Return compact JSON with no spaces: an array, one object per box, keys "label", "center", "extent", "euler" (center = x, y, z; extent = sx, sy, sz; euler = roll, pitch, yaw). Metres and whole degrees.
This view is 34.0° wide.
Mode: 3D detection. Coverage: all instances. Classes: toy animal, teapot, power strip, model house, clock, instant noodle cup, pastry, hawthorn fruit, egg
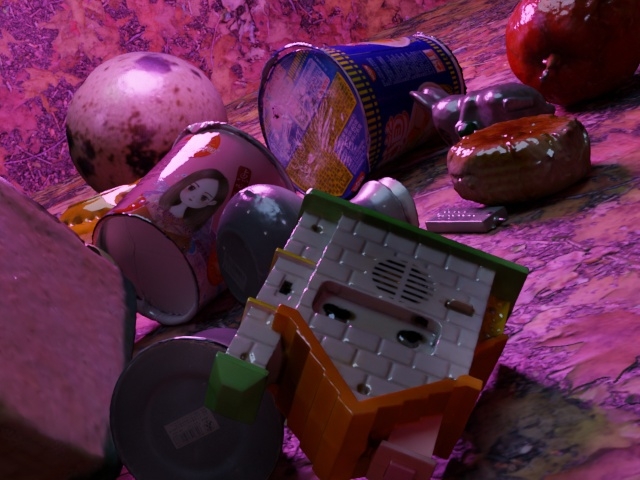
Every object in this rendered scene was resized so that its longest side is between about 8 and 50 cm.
[{"label":"toy animal","center":[0.247,-0.198,1.697],"extent":[0.127,0.125,0.251],"euler":[18,0,-38]},{"label":"teapot","center":[0.000,0.000,1.349],"extent":[0.251,0.183,0.183],"euler":[-17,11,-31]},{"label":"power strip","center":[0.200,-0.028,1.412],"extent":[0.051,0.019,0.136],"euler":[-30,17,-31]},{"label":"model house","center":[-0.425,0.156,1.123],"extent":[0.343,0.334,0.382],"euler":[-36,36,15]},{"label":"clock","center":[0.042,0.095,0.899],"extent":[0.220,0.106,0.255],"euler":[21,38,6]},{"label":"instant noodle cup","center":[0.092,-0.244,1.880],"extent":[0.312,0.284,0.284],"euler":[-24,13,-38]},{"label":"pastry","center":[0.275,-0.112,1.449],"extent":[0.193,0.093,0.182],"euler":[-10,19,27]},{"label":"hawthorn fruit","center":[0.413,-0.331,1.757],"extent":[0.242,0.241,0.271],"euler":[-6,31,45]},{"label":"teapot","center":[-0.088,0.152,0.997],"extent":[0.239,0.162,0.149],"euler":[-13,6,14]},{"label":"egg","center":[-0.373,-0.247,2.318],"extent":[0.345,0.344,0.428],"euler":[-17,11,19]},{"label":"instant noodle cup","center":[-0.188,-0.019,1.542],"extent":[0.243,0.243,0.231],"euler":[-9,27,40]}]

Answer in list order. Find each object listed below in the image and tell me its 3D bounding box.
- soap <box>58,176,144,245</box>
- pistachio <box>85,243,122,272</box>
[{"label":"soap","center":[-0.419,0.019,1.830],"extent":[0.339,0.169,0.304],"euler":[-13,18,26]},{"label":"pistachio","center":[-0.350,0.090,1.486],"extent":[0.117,0.200,0.145],"euler":[2,43,-34]}]
